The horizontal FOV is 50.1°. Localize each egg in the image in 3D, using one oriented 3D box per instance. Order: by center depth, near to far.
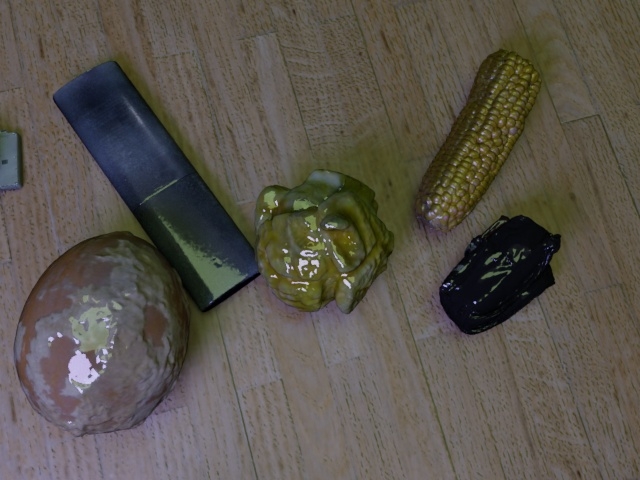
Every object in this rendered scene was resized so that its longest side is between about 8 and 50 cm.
[{"bbox_3d":[-0.257,0.108,0.817,0.203,0.203,0.245,9,76,-1],"label":"egg"}]

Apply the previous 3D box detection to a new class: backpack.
[{"bbox_3d":[0.230,0.045,0.909,0.165,0.120,0.106,-33,59,-11],"label":"backpack"}]

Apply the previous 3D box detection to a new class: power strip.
[{"bbox_3d":[-0.438,-0.110,0.953,0.040,0.016,0.090,-7,76,-5],"label":"power strip"}]

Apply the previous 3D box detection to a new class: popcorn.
[{"bbox_3d":[0.000,-0.001,0.882,0.185,0.167,0.188,-10,35,15],"label":"popcorn"}]

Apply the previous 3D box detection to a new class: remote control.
[{"bbox_3d":[-0.224,-0.081,0.945,0.107,0.044,0.378,-36,80,-9],"label":"remote control"}]

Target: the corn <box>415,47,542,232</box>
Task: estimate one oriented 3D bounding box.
[{"bbox_3d":[0.219,-0.140,0.960,0.101,0.101,0.292,30,75,4],"label":"corn"}]
